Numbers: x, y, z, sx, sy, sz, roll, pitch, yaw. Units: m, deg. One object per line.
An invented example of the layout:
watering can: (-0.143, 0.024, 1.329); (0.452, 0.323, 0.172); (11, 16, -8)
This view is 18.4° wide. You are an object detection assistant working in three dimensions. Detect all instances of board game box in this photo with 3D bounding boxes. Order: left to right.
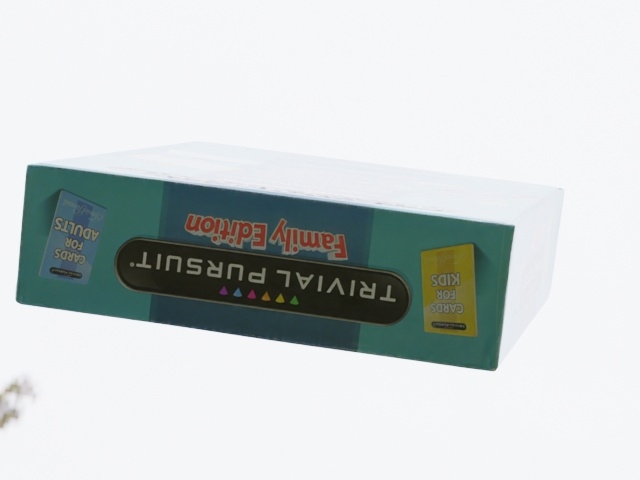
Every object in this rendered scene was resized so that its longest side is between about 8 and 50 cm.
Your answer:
board game box: (0.000, 0.000, 1.150); (0.254, 0.336, 0.079); (7, -84, 11)
